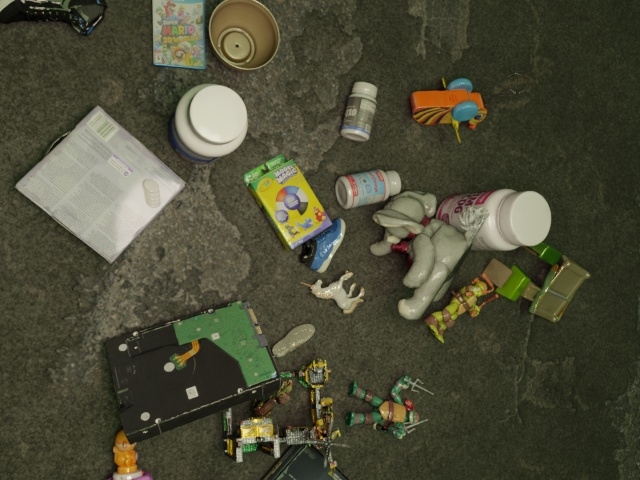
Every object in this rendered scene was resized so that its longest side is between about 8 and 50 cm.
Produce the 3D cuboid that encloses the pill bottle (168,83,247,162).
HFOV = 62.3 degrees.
[{"bbox_3d":[-0.243,-0.251,1.147,0.152,0.272,0.152,-1,92,-21],"label":"pill bottle"}]

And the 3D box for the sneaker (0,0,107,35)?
[{"bbox_3d":[-0.559,-0.479,1.122,0.216,0.079,0.121,-34,102,-18],"label":"sneaker"}]

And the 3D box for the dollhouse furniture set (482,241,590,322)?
[{"bbox_3d":[0.648,0.102,1.609,0.301,0.151,0.198,22,105,-37],"label":"dollhouse furniture set"}]

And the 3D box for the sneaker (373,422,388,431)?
[{"bbox_3d":[0.190,0.514,1.466,0.083,0.035,0.031,-7,95,-20],"label":"sneaker"}]

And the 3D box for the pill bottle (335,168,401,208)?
[{"bbox_3d":[0.126,-0.138,1.389,0.160,0.087,0.087,-14,97,-20],"label":"pill bottle"}]

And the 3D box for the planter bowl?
[{"bbox_3d":[-0.189,-0.470,1.246,0.162,0.109,0.162,-1,92,-21],"label":"planter bowl"}]

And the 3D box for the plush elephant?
[{"bbox_3d":[0.241,0.001,1.370,0.272,0.255,0.330,-24,143,-56],"label":"plush elephant"}]

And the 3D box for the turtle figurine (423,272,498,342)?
[{"bbox_3d":[0.386,0.175,1.465,0.217,0.269,0.087,-41,65,-2],"label":"turtle figurine"}]

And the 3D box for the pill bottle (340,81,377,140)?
[{"bbox_3d":[0.103,-0.335,1.378,0.078,0.078,0.137,13,87,-21],"label":"pill bottle"}]

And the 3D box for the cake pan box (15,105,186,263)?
[{"bbox_3d":[-0.481,-0.124,1.173,0.267,0.070,0.246,42,76,-17],"label":"cake pan box"}]

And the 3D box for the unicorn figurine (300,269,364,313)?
[{"bbox_3d":[0.046,0.132,1.384,0.111,0.060,0.162,-44,105,-14],"label":"unicorn figurine"}]

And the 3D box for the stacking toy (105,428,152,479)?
[{"bbox_3d":[-0.436,0.578,1.190,0.165,0.175,0.302,0,78,-16],"label":"stacking toy"}]

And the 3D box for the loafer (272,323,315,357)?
[{"bbox_3d":[-0.071,0.258,1.362,0.125,0.039,0.045,-31,69,-20],"label":"loafer"}]

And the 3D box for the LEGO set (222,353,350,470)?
[{"bbox_3d":[-0.094,0.395,1.242,0.331,0.192,0.255,10,72,-17],"label":"LEGO set"}]

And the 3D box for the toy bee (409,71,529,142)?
[{"bbox_3d":[0.394,-0.352,1.459,0.298,0.162,0.195,12,70,10],"label":"toy bee"}]

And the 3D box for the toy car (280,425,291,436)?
[{"bbox_3d":[-0.112,0.494,1.344,0.122,0.060,0.041,8,57,-27],"label":"toy car"}]

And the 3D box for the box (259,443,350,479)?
[{"bbox_3d":[-0.033,0.652,1.375,0.183,0.059,0.233,-45,106,-12],"label":"box"}]

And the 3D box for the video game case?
[{"bbox_3d":[-0.331,-0.490,1.242,0.119,0.015,0.166,-1,92,-20],"label":"video game case"}]

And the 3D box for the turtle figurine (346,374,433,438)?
[{"bbox_3d":[0.189,0.454,1.412,0.234,0.175,0.118,11,131,-9],"label":"turtle figurine"}]

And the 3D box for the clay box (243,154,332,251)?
[{"bbox_3d":[-0.083,-0.099,1.315,0.127,0.053,0.222,-33,93,-18],"label":"clay box"}]

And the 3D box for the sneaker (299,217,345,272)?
[{"bbox_3d":[0.000,0.000,1.363,0.084,0.058,0.152,28,89,-28],"label":"sneaker"}]

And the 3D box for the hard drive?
[{"bbox_3d":[-0.285,0.281,1.191,0.338,0.064,0.237,-17,53,-19],"label":"hard drive"}]

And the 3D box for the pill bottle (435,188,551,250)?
[{"bbox_3d":[0.451,-0.053,1.405,0.160,0.283,0.161,0,90,-25],"label":"pill bottle"}]
